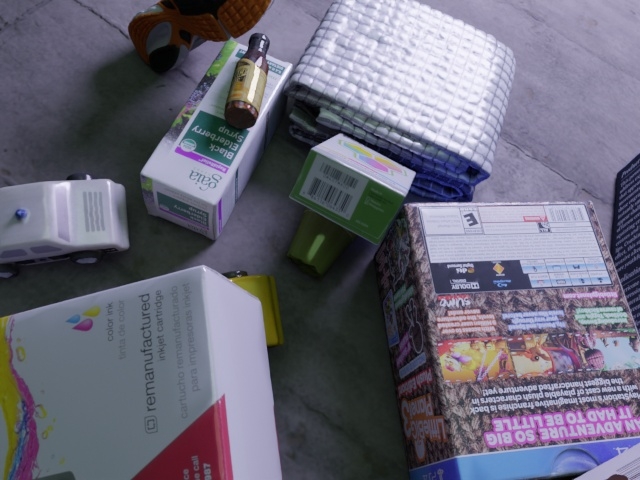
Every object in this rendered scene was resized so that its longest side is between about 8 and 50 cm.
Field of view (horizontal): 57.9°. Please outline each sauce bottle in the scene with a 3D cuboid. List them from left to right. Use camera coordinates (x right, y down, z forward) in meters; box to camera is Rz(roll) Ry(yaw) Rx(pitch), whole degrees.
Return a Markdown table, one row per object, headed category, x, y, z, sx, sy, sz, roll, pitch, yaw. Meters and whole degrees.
| category | x | y | z | sx | sy | sz | roll | pitch | yaw |
| --- | --- | --- | --- | --- | --- | --- | --- | --- | --- |
| sauce bottle | -0.084 | -0.194 | 0.691 | 0.042 | 0.042 | 0.128 | 10 | 60 | -6 |

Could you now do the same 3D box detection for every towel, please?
| category | x | y | z | sx | sy | sz | roll | pitch | yaw |
| --- | --- | --- | --- | --- | --- | --- | --- | --- | --- |
| towel | 0.110 | -0.201 | 0.799 | 0.283 | 0.121 | 0.235 | 23 | 64 | -1 |

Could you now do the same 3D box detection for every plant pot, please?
| category | x | y | z | sx | sy | sz | roll | pitch | yaw |
| --- | --- | --- | --- | --- | --- | --- | --- | --- | --- |
| plant pot | 0.000 | 0.000 | 0.704 | 0.083 | 0.083 | 0.079 | 30 | 74 | 5 |

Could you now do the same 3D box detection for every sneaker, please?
| category | x | y | z | sx | sy | sz | roll | pitch | yaw |
| --- | --- | --- | --- | --- | --- | --- | --- | --- | --- |
| sneaker | -0.141 | -0.313 | 0.749 | 0.099 | 0.262 | 0.121 | 57 | 49 | -28 |

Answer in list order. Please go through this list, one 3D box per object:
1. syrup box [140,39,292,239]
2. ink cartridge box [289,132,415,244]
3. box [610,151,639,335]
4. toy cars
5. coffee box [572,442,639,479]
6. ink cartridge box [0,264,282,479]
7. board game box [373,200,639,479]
| category | x | y | z | sx | sy | sz | roll | pitch | yaw |
| --- | --- | --- | --- | --- | --- | --- | --- | --- | --- |
| syrup box | -0.124 | -0.128 | 0.728 | 0.093 | 0.096 | 0.237 | 22 | 61 | 2 |
| ink cartridge box | 0.049 | -0.072 | 0.683 | 0.109 | 0.062 | 0.209 | 28 | 20 | 5 |
| box | 0.538 | 0.060 | 0.694 | 0.293 | 0.212 | 0.396 | 20 | 63 | 0 |
| toy cars | -0.224 | 0.031 | 0.617 | 0.393 | 0.087 | 0.176 | 31 | 77 | 5 |
| coffee box | 0.199 | 0.319 | 0.460 | 0.297 | 0.119 | 0.168 | -24 | 98 | -10 |
| ink cartridge box | -0.196 | 0.171 | 0.477 | 0.306 | 0.131 | 0.226 | -14 | 69 | 9 |
| board game box | 0.205 | 0.114 | 0.643 | 0.232 | 0.141 | 0.291 | -1 | 64 | -11 |
